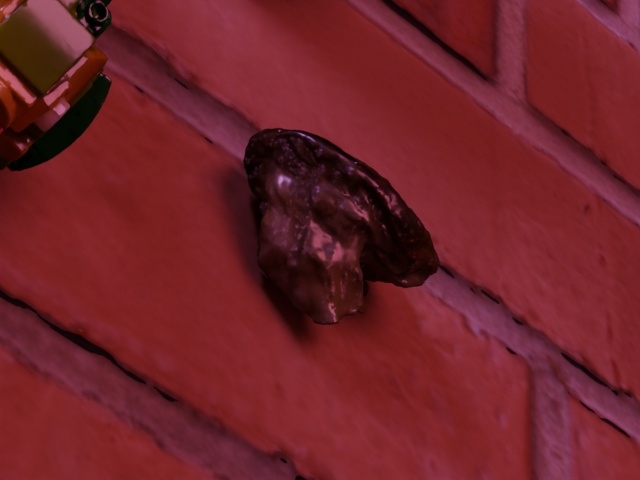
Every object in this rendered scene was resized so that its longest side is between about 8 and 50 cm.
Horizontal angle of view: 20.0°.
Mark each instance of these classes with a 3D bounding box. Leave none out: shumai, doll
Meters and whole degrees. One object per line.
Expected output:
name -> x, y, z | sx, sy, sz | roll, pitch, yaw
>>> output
shumai -> -0.001, -0.012, 1.172 | 0.139, 0.105, 0.123 | 59, -11, -5
doll -> -0.160, -0.098, 0.963 | 0.106, 0.134, 0.186 | 48, -4, -13
